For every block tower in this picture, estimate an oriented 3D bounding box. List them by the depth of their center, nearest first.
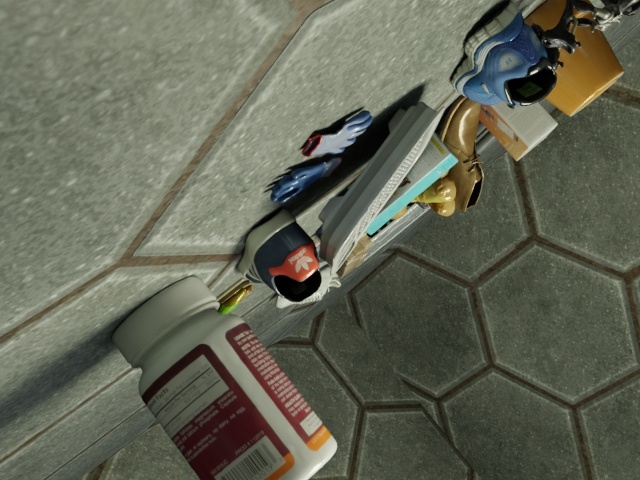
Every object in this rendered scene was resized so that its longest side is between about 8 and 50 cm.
[{"bbox_3d":[0.075,0.028,2.143,0.097,0.091,0.335,-37,171,-7],"label":"block tower"}]

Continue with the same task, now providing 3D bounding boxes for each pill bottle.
[{"bbox_3d":[-0.173,0.271,1.301,0.224,0.392,0.224,-37,172,-6],"label":"pill bottle"}]

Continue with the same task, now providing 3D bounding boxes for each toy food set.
[{"bbox_3d":[-0.202,0.145,1.738,0.132,0.038,0.192,-38,172,-4],"label":"toy food set"}]

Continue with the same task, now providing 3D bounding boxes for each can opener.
[{"bbox_3d":[0.411,-0.256,2.109,0.283,0.076,0.095,-45,171,32],"label":"can opener"}]

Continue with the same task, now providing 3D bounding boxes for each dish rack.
[{"bbox_3d":[0.094,-0.099,1.370,0.332,0.072,0.285,-53,173,-9],"label":"dish rack"}]

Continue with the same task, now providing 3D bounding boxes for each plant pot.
[{"bbox_3d":[0.477,-0.354,1.455,0.205,0.188,0.205,-38,172,-7],"label":"plant pot"}]

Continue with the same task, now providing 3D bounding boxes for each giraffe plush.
[{"bbox_3d":[0.182,-0.117,1.689,0.171,0.181,0.210,-26,-156,-15],"label":"giraffe plush"}]

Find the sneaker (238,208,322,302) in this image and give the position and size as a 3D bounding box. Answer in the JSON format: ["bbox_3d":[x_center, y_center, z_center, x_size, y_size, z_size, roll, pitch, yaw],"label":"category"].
[{"bbox_3d":[-0.070,0.061,1.465,0.131,0.148,0.350,-37,172,-10],"label":"sneaker"}]

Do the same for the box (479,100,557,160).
[{"bbox_3d":[0.451,-0.290,1.754,0.091,0.170,0.130,-40,172,-3],"label":"box"}]

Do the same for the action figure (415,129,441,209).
[{"bbox_3d":[0.290,-0.194,1.841,0.185,0.099,0.285,-12,151,-40],"label":"action figure"}]

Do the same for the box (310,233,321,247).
[{"bbox_3d":[0.000,0.000,1.875,0.136,0.028,0.081,-30,168,-39],"label":"box"}]

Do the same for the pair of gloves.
[{"bbox_3d":[-0.001,-0.130,1.174,0.159,0.023,0.198,-27,165,-48],"label":"pair of gloves"}]

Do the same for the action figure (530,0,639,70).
[{"bbox_3d":[0.474,-0.421,1.265,0.276,0.141,0.164,-38,168,2],"label":"action figure"}]

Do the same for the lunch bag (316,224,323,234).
[{"bbox_3d":[0.042,-0.022,1.799,0.067,0.065,0.098,-32,169,-41],"label":"lunch bag"}]

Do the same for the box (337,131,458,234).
[{"bbox_3d":[0.162,-0.129,1.575,0.244,0.100,0.060,-40,155,14],"label":"box"}]

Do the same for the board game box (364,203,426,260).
[{"bbox_3d":[0.240,-0.051,2.573,0.390,0.050,0.390,-39,172,4],"label":"board game box"}]

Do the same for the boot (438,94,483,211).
[{"bbox_3d":[0.330,-0.196,1.679,0.112,0.115,0.305,-28,142,-27],"label":"boot"}]

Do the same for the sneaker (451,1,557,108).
[{"bbox_3d":[0.324,-0.284,1.313,0.130,0.147,0.330,-39,173,5],"label":"sneaker"}]

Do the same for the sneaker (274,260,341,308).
[{"bbox_3d":[-0.039,0.152,2.312,0.235,0.094,0.090,-32,171,-30],"label":"sneaker"}]
